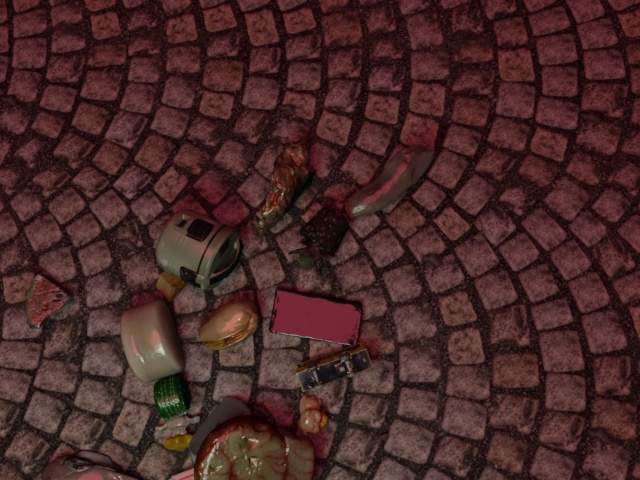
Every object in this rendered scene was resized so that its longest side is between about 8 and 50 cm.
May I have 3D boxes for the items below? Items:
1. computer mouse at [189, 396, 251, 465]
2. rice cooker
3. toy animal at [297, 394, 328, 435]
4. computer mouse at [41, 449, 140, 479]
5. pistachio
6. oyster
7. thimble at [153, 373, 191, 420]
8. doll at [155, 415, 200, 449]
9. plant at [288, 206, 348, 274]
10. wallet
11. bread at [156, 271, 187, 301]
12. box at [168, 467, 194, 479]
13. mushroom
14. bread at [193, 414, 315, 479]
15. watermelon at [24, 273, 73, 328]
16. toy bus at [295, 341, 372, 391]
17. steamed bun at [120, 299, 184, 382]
[{"bbox_3d":[-0.299,0.578,1.851,0.128,0.079,0.231,21,62,44],"label":"computer mouse"},{"bbox_3d":[-0.372,0.029,1.913,0.244,0.226,0.225,26,81,8],"label":"rice cooker"},{"bbox_3d":[-0.023,0.526,1.848,0.092,0.082,0.114,6,78,5],"label":"toy animal"},{"bbox_3d":[-0.664,0.757,1.837,0.390,0.115,0.199,15,83,8],"label":"computer mouse"},{"bbox_3d":[-0.279,0.261,1.916,0.201,0.117,0.145,-32,39,5],"label":"pistachio"},{"bbox_3d":[-0.102,-0.181,1.987,0.110,0.166,0.341,23,64,18],"label":"oyster"},{"bbox_3d":[-0.449,0.475,1.872,0.090,0.118,0.130,-18,58,-3],"label":"thimble"},{"bbox_3d":[-0.441,0.580,1.883,0.136,0.071,0.113,7,71,11],"label":"doll"},{"bbox_3d":[0.000,0.000,1.935,0.142,0.131,0.203,38,74,10],"label":"plant"},{"bbox_3d":[-0.013,0.240,1.937,0.286,0.030,0.145,9,76,5],"label":"wallet"},{"bbox_3d":[-0.470,0.126,2.005,0.084,0.080,0.109,41,49,12],"label":"bread"},{"bbox_3d":[-0.328,0.726,1.846,0.230,0.050,0.122,-20,76,0],"label":"box"},{"bbox_3d":[0.221,-0.187,1.978,0.351,0.097,0.109,-41,77,-2],"label":"mushroom"},{"bbox_3d":[-0.195,0.658,1.753,0.328,0.114,0.295,24,85,-18],"label":"bread"},{"bbox_3d":[-0.872,0.202,2.000,0.139,0.071,0.186,1,70,-2],"label":"watermelon"},{"bbox_3d":[0.039,0.381,1.869,0.227,0.074,0.081,-21,106,1],"label":"toy bus"},{"bbox_3d":[-0.520,0.306,1.895,0.147,0.164,0.241,-20,77,2],"label":"steamed bun"}]
